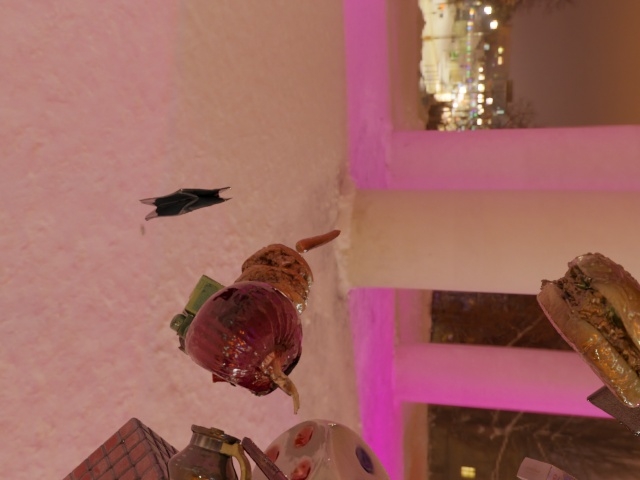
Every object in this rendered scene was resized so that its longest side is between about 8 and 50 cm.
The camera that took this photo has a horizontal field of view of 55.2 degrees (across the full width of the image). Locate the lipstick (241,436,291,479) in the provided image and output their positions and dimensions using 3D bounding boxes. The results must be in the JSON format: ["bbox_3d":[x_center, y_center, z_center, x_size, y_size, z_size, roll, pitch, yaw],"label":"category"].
[{"bbox_3d":[-0.075,0.346,0.919,0.027,0.176,0.027,-9,107,-31],"label":"lipstick"}]

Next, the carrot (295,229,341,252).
[{"bbox_3d":[0.000,0.000,1.693,0.190,0.037,0.037,-18,111,-48],"label":"carrot"}]

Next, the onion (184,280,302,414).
[{"bbox_3d":[-0.166,0.205,1.370,0.230,0.273,0.256,75,26,-48],"label":"onion"}]

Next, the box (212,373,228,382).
[{"bbox_3d":[-0.261,0.264,1.609,0.039,0.055,0.217,-36,124,-77],"label":"box"}]

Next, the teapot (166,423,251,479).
[{"bbox_3d":[-0.187,0.393,1.070,0.130,0.166,0.119,42,58,-49],"label":"teapot"}]

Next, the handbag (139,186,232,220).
[{"bbox_3d":[-0.321,-0.092,1.452,0.144,0.221,0.057,-17,97,-40],"label":"handbag"}]

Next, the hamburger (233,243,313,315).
[{"bbox_3d":[-0.156,0.154,1.829,0.211,0.261,0.245,-80,166,-47],"label":"hamburger"}]

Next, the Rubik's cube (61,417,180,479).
[{"bbox_3d":[-0.408,0.591,1.367,0.237,0.238,0.236,37,-17,53],"label":"Rubik's cube"}]

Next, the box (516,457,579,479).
[{"bbox_3d":[0.676,0.682,1.663,0.067,0.233,0.149,-60,-178,-17],"label":"box"}]

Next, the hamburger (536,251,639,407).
[{"bbox_3d":[0.406,0.123,0.847,0.215,0.122,0.189,52,11,6],"label":"hamburger"}]

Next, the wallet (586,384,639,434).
[{"bbox_3d":[0.689,0.326,1.300,0.039,0.133,0.243,-50,166,-36],"label":"wallet"}]

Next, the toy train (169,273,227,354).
[{"bbox_3d":[-0.276,0.293,1.918,0.237,0.369,0.150,-62,-170,-23],"label":"toy train"}]

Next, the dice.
[{"bbox_3d":[0.009,0.663,1.556,0.304,0.277,0.304,51,16,-16],"label":"dice"}]
